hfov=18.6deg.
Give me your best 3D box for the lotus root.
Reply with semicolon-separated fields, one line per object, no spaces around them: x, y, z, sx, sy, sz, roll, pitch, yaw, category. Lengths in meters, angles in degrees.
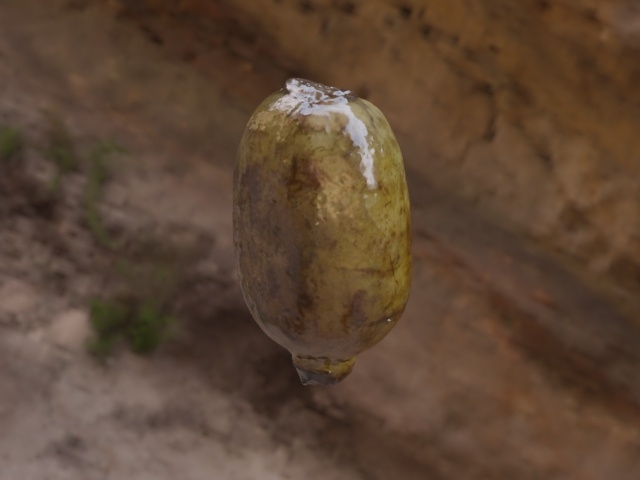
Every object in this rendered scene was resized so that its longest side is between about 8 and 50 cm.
0.000;0.000;1.516;0.145;0.260;0.128;17;29;31;lotus root
